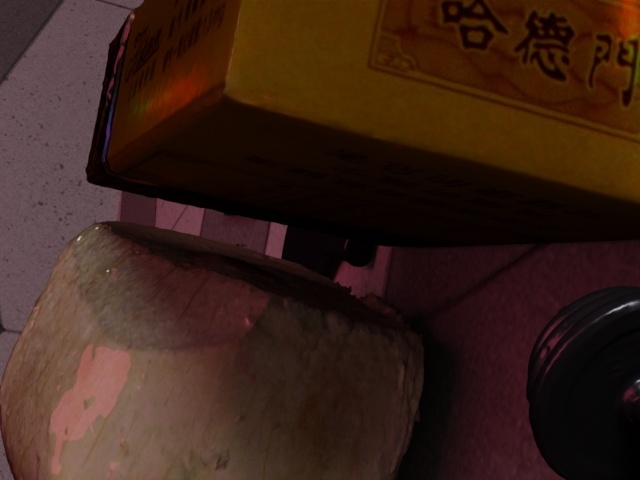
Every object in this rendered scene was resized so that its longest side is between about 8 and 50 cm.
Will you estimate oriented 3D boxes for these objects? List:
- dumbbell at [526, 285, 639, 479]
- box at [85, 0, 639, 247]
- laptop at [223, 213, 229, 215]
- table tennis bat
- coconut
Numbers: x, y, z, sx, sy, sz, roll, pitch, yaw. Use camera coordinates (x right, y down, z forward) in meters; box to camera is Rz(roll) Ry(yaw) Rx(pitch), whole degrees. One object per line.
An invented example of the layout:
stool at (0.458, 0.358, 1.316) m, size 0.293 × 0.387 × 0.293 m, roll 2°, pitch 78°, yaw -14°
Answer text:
dumbbell at (0.143, 0.081, 0.381) m, size 0.208 × 0.099 × 0.099 m, roll -119°, pitch 45°, yaw -61°
box at (0.018, -0.074, 0.583) m, size 0.415 × 0.264 × 0.115 m, roll 177°, pitch 103°, yaw -71°
laptop at (-0.094, -0.097, 1.298) m, size 0.180 × 0.016 × 0.129 m, roll 178°, pitch 105°, yaw -72°
table tennis bat at (0.000, 0.000, 0.954) m, size 0.236 × 0.027 × 0.150 m, roll -169°, pitch 92°, yaw -72°
coconut at (-0.085, 0.134, 0.722) m, size 0.297 × 0.297 × 0.254 m, roll -157°, pitch 82°, yaw -71°
